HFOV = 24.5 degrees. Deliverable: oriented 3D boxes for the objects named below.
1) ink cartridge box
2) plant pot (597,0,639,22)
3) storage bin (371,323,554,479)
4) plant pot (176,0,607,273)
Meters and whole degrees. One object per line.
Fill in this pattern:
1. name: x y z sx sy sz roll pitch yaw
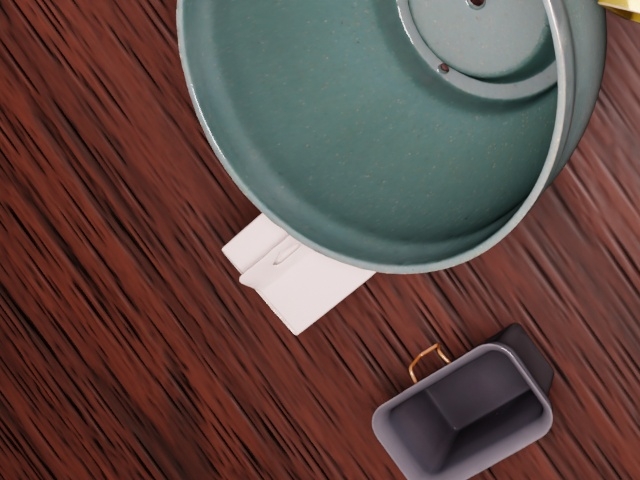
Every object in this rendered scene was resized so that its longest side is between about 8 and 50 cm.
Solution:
1. ink cartridge box: 0.000 0.000 1.140 0.092 0.143 0.090 -41 91 27
2. plant pot: 0.311 -0.211 0.933 0.212 0.212 0.187 15 99 15
3. storage bin: 0.117 0.120 1.167 0.135 0.091 0.098 -35 93 25
4. plant pot: 0.076 -0.149 1.015 0.293 0.196 0.293 17 121 30
